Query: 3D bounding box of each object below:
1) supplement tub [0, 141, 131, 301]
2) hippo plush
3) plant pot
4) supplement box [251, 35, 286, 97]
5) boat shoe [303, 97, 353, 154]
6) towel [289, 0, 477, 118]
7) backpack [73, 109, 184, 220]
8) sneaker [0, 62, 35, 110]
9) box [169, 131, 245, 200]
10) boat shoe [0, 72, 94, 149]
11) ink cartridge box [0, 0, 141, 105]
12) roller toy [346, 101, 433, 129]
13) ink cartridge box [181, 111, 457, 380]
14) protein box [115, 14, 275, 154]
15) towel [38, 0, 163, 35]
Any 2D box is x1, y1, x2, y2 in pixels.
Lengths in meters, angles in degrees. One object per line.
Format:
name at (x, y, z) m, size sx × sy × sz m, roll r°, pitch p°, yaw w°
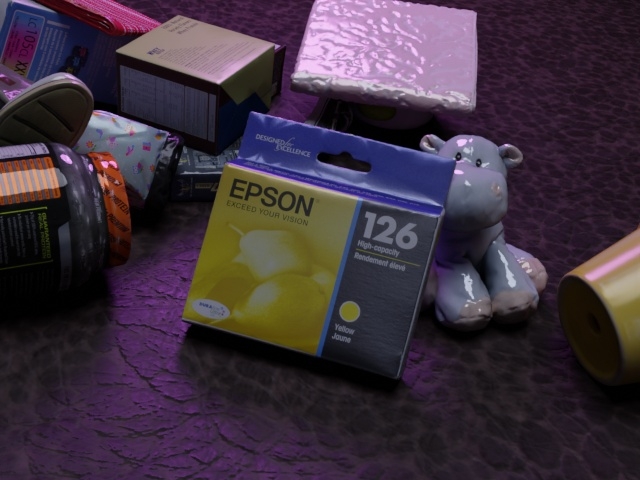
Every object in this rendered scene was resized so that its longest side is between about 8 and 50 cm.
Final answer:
supplement tub at (-0.438, -0.020, 1.268) m, size 0.338 × 0.207 × 0.207 m, roll -9°, pitch 37°, yaw -25°
hippo plush at (0.241, -0.030, 1.408) m, size 0.234 × 0.236 × 0.294 m, roll 14°, pitch 34°, yaw 9°
plant pot at (0.470, 0.083, 1.307) m, size 0.239 × 0.254 × 0.254 m, roll -18°, pitch 40°, yaw -12°
supplement box at (-0.148, -0.320, 1.871) m, size 0.081 × 0.104 × 0.188 m, roll 20°, pitch 35°, yaw 17°
boat shoe at (0.023, -0.228, 1.806) m, size 0.070 × 0.077 × 0.219 m, roll 15°, pitch 42°, yaw 10°
towel at (0.128, -0.353, 1.790) m, size 0.332 × 0.053 × 0.317 m, roll 8°, pitch 45°, yaw 3°
backpack at (-0.312, -0.131, 1.471) m, size 0.182 × 0.115 × 0.152 m, roll 18°, pitch 71°, yaw -12°
sneaker at (-0.504, -0.201, 1.505) m, size 0.222 × 0.118 × 0.083 m, roll 37°, pitch 33°, yaw 8°
box at (-0.180, -0.154, 1.657) m, size 0.183 × 0.059 × 0.232 m, roll -1°, pitch 36°, yaw -14°
boat shoe at (-0.448, -0.142, 1.391) m, size 0.113 × 0.302 × 0.103 m, roll 38°, pitch 20°, yaw -33°
ink cartridge box at (-0.478, -0.373, 1.761) m, size 0.270 × 0.151 × 0.395 m, roll 36°, pitch 21°, yaw 35°
roller toy at (0.145, -0.326, 1.906) m, size 0.191 × 0.146 × 0.209 m, roll -6°, pitch 36°, yaw -21°
ink cartridge box at (0.000, 0.000, 1.278) m, size 0.304 × 0.307 × 0.072 m, roll 14°, pitch -1°, yaw 9°
protein box at (-0.215, -0.274, 1.650) m, size 0.201 × 0.136 × 0.200 m, roll 20°, pitch 37°, yaw 17°
towel at (-0.397, -0.415, 1.698) m, size 0.199 × 0.031 × 0.275 m, roll 26°, pitch 16°, yaw 4°
